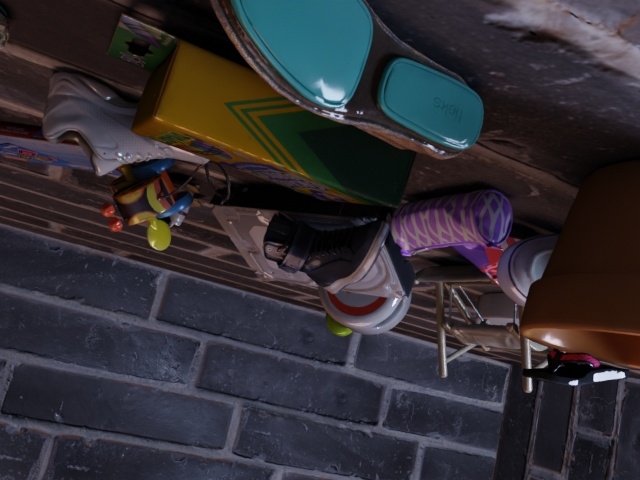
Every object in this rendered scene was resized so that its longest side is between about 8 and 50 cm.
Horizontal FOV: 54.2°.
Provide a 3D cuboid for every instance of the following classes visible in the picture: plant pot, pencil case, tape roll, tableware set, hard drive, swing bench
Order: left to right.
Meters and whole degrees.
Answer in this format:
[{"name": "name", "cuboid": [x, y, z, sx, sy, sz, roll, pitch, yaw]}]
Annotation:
[{"name": "tableware set", "cuboid": [-0.313, -0.107, 1.263, 0.169, 0.020, 0.141, 17, 166, -10]}, {"name": "hard drive", "cuboid": [-0.014, 0.002, 1.151, 0.339, 0.064, 0.237, 8, 145, 29]}, {"name": "pencil case", "cuboid": [0.190, -0.024, 0.941, 0.086, 0.088, 0.206, 18, 167, -27]}, {"name": "swing bench", "cuboid": [0.360, 0.160, 1.332, 0.165, 0.254, 0.253, -22, -171, -31]}, {"name": "tape roll", "cuboid": [0.609, 0.218, 1.645, 0.392, 0.072, 0.392, 13, 168, 3]}, {"name": "plant pot", "cuboid": [0.395, 0.036, 0.718, 0.291, 0.203, 0.291, 13, 168, 3]}]

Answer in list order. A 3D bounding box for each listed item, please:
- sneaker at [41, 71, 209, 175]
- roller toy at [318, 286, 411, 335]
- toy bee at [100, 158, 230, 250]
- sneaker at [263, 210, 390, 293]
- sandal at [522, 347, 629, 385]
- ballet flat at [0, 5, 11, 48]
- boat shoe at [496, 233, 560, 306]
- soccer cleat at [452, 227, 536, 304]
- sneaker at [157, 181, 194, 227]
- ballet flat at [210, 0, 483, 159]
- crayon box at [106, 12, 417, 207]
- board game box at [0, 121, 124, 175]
[{"name": "sneaker", "cuboid": [-0.263, -0.133, 0.854, 0.232, 0.115, 0.090, 17, 167, -19]}, {"name": "roller toy", "cuboid": [0.097, 0.103, 1.379, 0.191, 0.209, 0.146, -2, 163, 18]}, {"name": "toy bee", "cuboid": [-0.295, -0.082, 1.020, 0.195, 0.162, 0.298, 59, 151, -1]}, {"name": "sneaker", "cuboid": [-0.001, 0.002, 0.995, 0.163, 0.086, 0.226, 31, 148, -10]}, {"name": "sandal", "cuboid": [0.323, 0.157, 0.795, 0.179, 0.040, 0.067, 3, -179, -32]}, {"name": "ballet flat", "cuboid": [-0.456, -0.236, 0.685, 0.241, 0.077, 0.091, 10, 169, 15]}, {"name": "boat shoe", "cuboid": [0.461, 0.064, 0.944, 0.367, 0.135, 0.156, 13, 169, -13]}, {"name": "soccer cleat", "cuboid": [0.345, 0.056, 1.070, 0.318, 0.116, 0.109, 20, 166, -29]}, {"name": "sneaker", "cuboid": [-0.321, -0.064, 1.220, 0.070, 0.083, 0.186, 26, 162, -39]}, {"name": "ballet flat", "cuboid": [0.015, -0.147, 0.543, 0.316, 0.107, 0.106, 24, 177, -41]}, {"name": "crayon box", "cuboid": [-0.082, -0.125, 0.697, 0.323, 0.083, 0.203, 19, 178, -23]}, {"name": "board game box", "cuboid": [-0.512, -0.173, 1.156, 0.281, 0.027, 0.145, 10, 166, 16]}]
